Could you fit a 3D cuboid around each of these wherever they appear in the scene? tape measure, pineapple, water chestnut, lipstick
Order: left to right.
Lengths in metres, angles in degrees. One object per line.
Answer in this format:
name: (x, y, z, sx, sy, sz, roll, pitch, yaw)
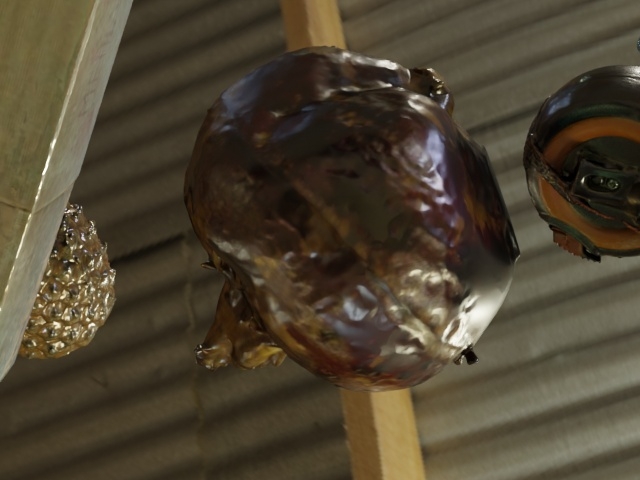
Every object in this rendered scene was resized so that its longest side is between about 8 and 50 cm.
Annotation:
lipstick: (-0.149, -0.093, 0.632, 0.080, 0.076, 0.371, 22, -71, 0)
pineapple: (-0.364, -0.003, 1.578, 0.202, 0.362, 0.202, 2, -123, -3)
water chestnut: (0.000, 0.000, 1.147, 0.347, 0.335, 0.335, -36, -124, 13)
tape measure: (0.327, -0.079, 1.341, 0.223, 0.202, 0.135, 15, -144, 11)

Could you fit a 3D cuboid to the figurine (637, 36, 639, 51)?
figurine: (0.387, -0.132, 1.114, 0.262, 0.180, 0.154, 32, -80, -11)
